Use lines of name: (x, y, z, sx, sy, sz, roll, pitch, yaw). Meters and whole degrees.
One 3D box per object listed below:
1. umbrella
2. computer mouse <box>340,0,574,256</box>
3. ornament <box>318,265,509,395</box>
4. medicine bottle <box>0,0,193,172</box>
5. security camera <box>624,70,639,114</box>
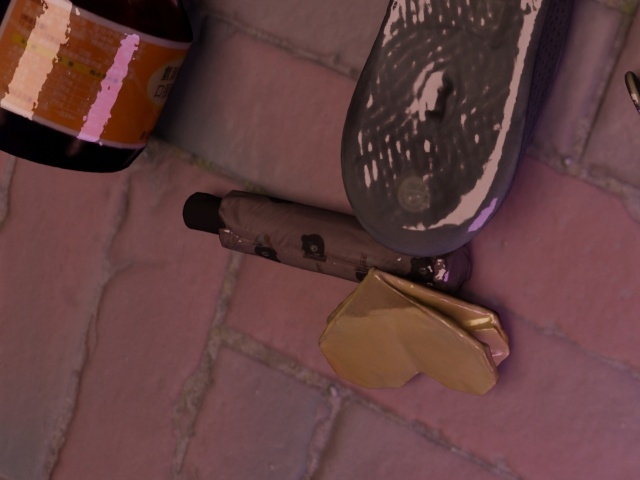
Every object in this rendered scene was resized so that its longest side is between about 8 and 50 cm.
umbrella: (0.000, 0.000, 1.824, 0.337, 0.073, 0.067, 14, 115, 26)
computer mouse: (0.142, -0.166, 1.691, 0.188, 0.122, 0.371, 20, 102, 21)
ornament: (0.083, 0.089, 1.759, 0.201, 0.059, 0.180, -2, 137, 29)
medicine bottle: (-0.235, -0.284, 1.806, 0.242, 0.242, 0.395, 31, 108, 21)
security camera: (0.345, -0.153, 1.624, 0.092, 0.058, 0.058, -23, 88, 22)
